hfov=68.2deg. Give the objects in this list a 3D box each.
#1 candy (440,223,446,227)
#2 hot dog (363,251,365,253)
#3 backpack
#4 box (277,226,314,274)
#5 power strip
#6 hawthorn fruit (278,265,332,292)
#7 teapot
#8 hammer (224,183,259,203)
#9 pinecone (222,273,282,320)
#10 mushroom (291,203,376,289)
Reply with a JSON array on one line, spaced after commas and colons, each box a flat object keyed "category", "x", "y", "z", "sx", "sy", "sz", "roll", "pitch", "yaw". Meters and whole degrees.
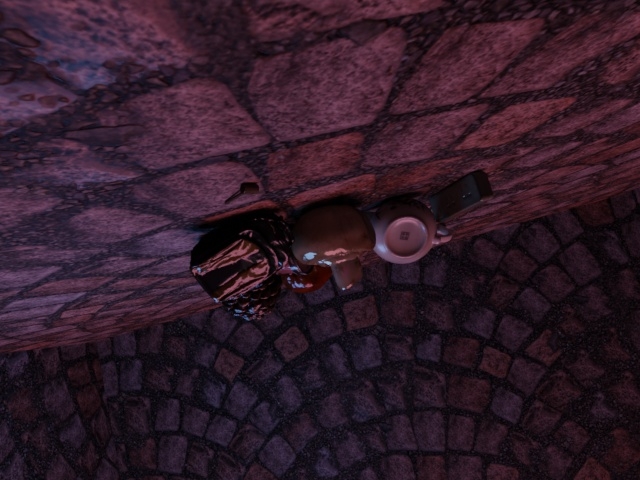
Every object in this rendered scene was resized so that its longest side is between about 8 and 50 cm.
[{"category": "candy", "x": 0.508, "y": -0.042, "z": 2.233, "sx": 0.226, "sy": 0.051, "sz": 0.094, "roll": -8, "pitch": 171, "yaw": -39}, {"category": "hot dog", "x": 0.128, "y": 0.007, "z": 1.802, "sx": 0.146, "sy": 0.103, "sz": 0.213, "roll": -36, "pitch": -179, "yaw": -5}, {"category": "backpack", "x": -0.189, "y": 0.030, "z": 1.207, "sx": 0.258, "sy": 0.206, "sz": 0.133, "roll": -27, "pitch": -146, "yaw": 9}, {"category": "box", "x": -0.107, "y": 0.040, "z": 1.476, "sx": 0.135, "sy": 0.151, "sz": 0.151, "roll": -11, "pitch": 173, "yaw": 24}, {"category": "power strip", "x": 0.421, "y": -0.124, "z": 1.489, "sx": 0.053, "sy": 0.093, "sz": 0.288, "roll": -13, "pitch": 170, "yaw": -24}, {"category": "hawthorn fruit", "x": -0.045, "y": 0.078, "z": 1.660, "sx": 0.205, "sy": 0.205, "sz": 0.253, "roll": -18, "pitch": 179, "yaw": 19}, {"category": "teapot", "x": 0.270, "y": -0.029, "z": 1.476, "sx": 0.299, "sy": 0.209, "sz": 0.166, "roll": 7, "pitch": -171, "yaw": -16}, {"category": "hammer", "x": -0.170, "y": -0.092, "z": 0.984, "sx": 0.035, "sy": 0.019, "sz": 0.110, "roll": -7, "pitch": 170, "yaw": -41}, {"category": "pinecone", "x": -0.199, "y": 0.140, "z": 1.389, "sx": 0.184, "sy": 0.179, "sz": 0.205, "roll": -1, "pitch": 142, "yaw": 25}, {"category": "mushroom", "x": 0.042, "y": 0.022, "z": 1.322, "sx": 0.260, "sy": 0.235, "sz": 0.254, "roll": -10, "pitch": 173, "yaw": -29}]
